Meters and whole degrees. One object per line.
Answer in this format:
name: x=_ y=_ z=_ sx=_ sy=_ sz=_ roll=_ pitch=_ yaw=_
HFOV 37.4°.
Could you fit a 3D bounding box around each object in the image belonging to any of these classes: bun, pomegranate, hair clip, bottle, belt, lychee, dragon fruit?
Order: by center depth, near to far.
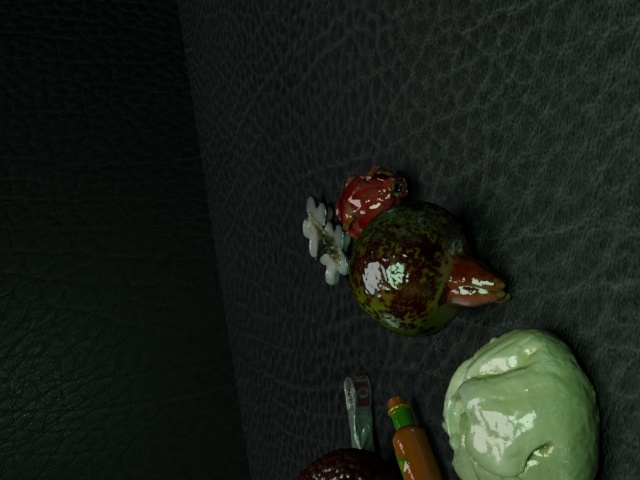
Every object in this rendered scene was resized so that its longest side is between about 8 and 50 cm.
bun: x=0.248 y=0.248 z=1.243 sx=0.259 sy=0.160 sz=0.259 roll=171 pitch=90 yaw=-71
pomegranate: x=0.166 y=0.051 z=1.409 sx=0.248 sy=0.214 sz=0.214 roll=17 pitch=118 yaw=36
dragon fruit: x=0.092 y=-0.061 z=1.669 sx=0.166 sy=0.133 sz=0.136 roll=-43 pitch=64 yaw=57
bottle: x=0.166 y=0.371 z=1.724 sx=0.069 sy=0.069 sz=0.187 roll=104 pitch=155 yaw=-51
lychee: x=0.061 y=0.538 z=1.865 sx=0.260 sy=0.261 sz=0.260 roll=172 pitch=90 yaw=-73
belt: x=0.088 y=0.402 z=2.021 sx=0.071 sy=0.053 sz=0.232 roll=-174 pitch=78 yaw=-72
hair clip: x=0.007 y=-0.001 z=2.092 sx=0.257 sy=0.075 sz=0.146 roll=-114 pitch=25 yaw=-60
